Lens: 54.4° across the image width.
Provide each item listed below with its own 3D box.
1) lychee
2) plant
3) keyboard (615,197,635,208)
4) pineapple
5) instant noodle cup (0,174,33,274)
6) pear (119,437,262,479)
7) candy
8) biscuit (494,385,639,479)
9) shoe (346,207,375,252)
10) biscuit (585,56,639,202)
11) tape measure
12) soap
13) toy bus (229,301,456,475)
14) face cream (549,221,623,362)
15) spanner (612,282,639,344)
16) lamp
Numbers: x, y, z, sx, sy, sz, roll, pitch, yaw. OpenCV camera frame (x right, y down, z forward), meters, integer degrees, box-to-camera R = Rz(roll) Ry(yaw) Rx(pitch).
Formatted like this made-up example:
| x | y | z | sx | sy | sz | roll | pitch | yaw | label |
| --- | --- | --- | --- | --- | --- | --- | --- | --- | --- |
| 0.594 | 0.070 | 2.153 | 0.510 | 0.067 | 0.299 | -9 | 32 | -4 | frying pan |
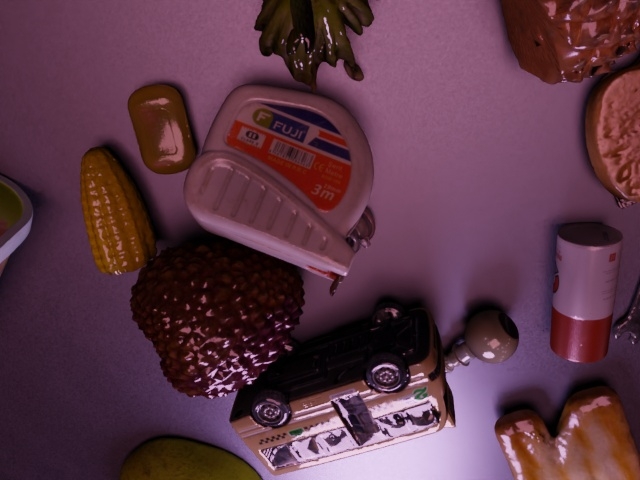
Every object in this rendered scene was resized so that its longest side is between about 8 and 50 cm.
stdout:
| x | y | z | sx | sy | sz | roll | pitch | yaw | label |
| --- | --- | --- | --- | --- | --- | --- | --- | --- | --- |
| -0.151 | 0.109 | 0.989 | 0.271 | 0.271 | 0.271 | 1 | 114 | 2 | lychee |
| 0.013 | -0.318 | 0.745 | 0.180 | 0.333 | 0.251 | -9 | 98 | -8 | plant |
| 0.553 | -0.114 | 0.969 | 0.195 | 0.018 | 0.060 | -27 | 106 | 13 | keyboard |
| 0.408 | -0.362 | 0.781 | 0.357 | 0.223 | 0.223 | -30 | 110 | 3 | pineapple |
| -0.641 | 0.051 | 0.978 | 0.294 | 0.294 | 0.308 | 28 | 119 | -9 | instant noodle cup |
| -0.288 | 0.510 | 1.228 | 0.288 | 0.139 | 0.239 | -32 | 100 | 14 | pear |
| -0.329 | -0.051 | 0.993 | 0.094 | 0.106 | 0.199 | -2 | 111 | 24 | candy |
| 0.477 | 0.416 | 1.180 | 0.236 | 0.062 | 0.291 | -23 | 111 | 13 | biscuit |
| 0.000 | 0.000 | 1.003 | 0.180 | 0.092 | 0.089 | -7 | 114 | 6 | shoe |
| 0.556 | -0.212 | 0.901 | 0.343 | 0.057 | 0.287 | -17 | 107 | 10 | biscuit |
| -0.048 | -0.083 | 0.906 | 0.258 | 0.130 | 0.265 | 22 | 78 | 3 | tape measure |
| -0.244 | -0.171 | 0.965 | 0.089 | 0.045 | 0.140 | -6 | 114 | 8 | soap |
| 0.044 | 0.258 | 1.064 | 0.365 | 0.177 | 0.202 | -21 | 112 | 18 | toy bus |
| 0.430 | 0.086 | 1.019 | 0.095 | 0.096 | 0.214 | -3 | 114 | 4 | face cream |
| 0.551 | 0.064 | 1.047 | 0.054 | 0.015 | 0.255 | 6 | 114 | -2 | spanner |
| 0.264 | 0.186 | 1.085 | 0.091 | 0.091 | 0.163 | 40 | 124 | -14 | lamp |
